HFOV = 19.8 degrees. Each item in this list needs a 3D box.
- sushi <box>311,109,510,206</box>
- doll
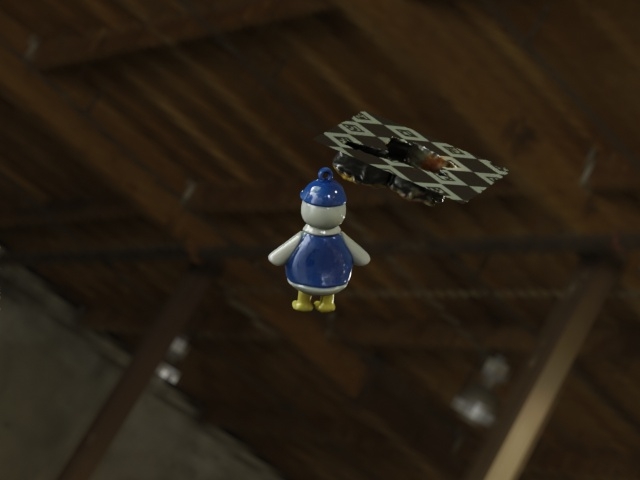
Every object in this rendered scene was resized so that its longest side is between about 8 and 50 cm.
[{"bbox_3d":[0.063,-0.050,1.307,0.120,0.026,0.126,23,20,13],"label":"sushi"},{"bbox_3d":[0.000,0.000,1.721,0.099,0.143,0.057,-1,21,-13],"label":"doll"}]
